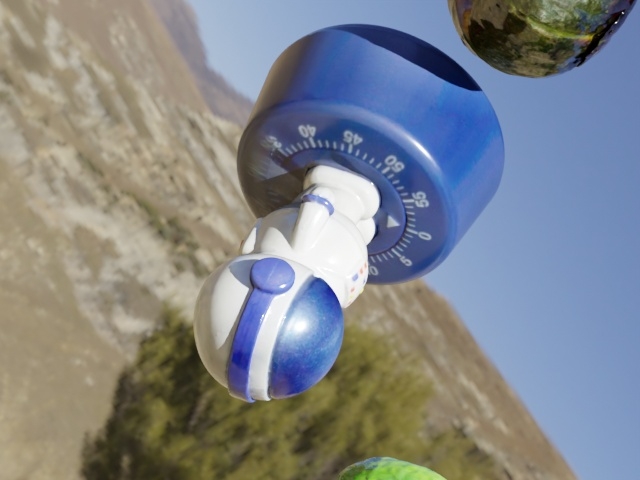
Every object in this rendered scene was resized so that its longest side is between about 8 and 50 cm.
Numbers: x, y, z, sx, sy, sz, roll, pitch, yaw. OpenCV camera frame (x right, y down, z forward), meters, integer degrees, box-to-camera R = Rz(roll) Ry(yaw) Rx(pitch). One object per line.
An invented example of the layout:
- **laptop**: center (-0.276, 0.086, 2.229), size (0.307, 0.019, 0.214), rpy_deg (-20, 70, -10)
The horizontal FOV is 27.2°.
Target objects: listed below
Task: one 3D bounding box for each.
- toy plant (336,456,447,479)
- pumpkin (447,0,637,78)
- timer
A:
- **toy plant**: center (0.153, 0.342, 1.348), size (0.184, 0.316, 0.224), rpy_deg (-26, 117, -55)
- **pumpkin**: center (0.218, -0.269, 1.246), size (0.238, 0.159, 0.238), rpy_deg (-173, -90, -70)
- **timer**: center (0.000, 0.000, 1.285), size (0.270, 0.383, 0.270), rpy_deg (16, -42, 15)
